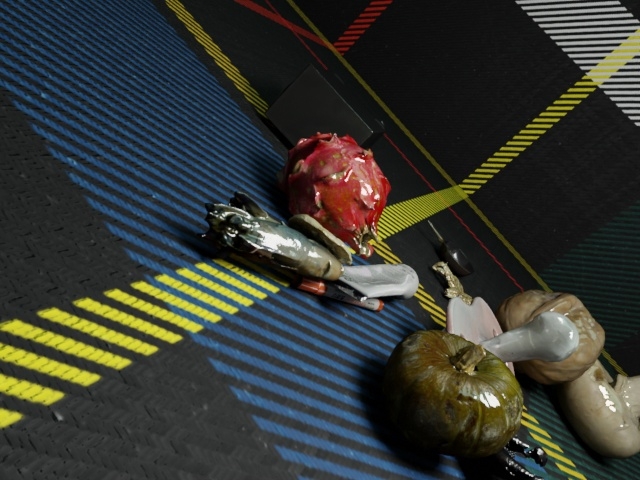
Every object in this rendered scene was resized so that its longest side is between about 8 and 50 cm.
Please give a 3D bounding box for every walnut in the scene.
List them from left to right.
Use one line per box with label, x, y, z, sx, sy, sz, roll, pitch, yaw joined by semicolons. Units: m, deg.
walnut;0.580;0.246;1.422;0.273;0.227;0.273;11;57;-17

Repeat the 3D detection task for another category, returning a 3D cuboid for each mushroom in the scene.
mushroom;0.793;0.410;1.457;0.292;0.290;0.292;43;25;-26

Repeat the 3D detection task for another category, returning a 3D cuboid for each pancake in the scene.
pancake;0.000;0.000;0.968;0.139;0.022;0.139;34;-17;12

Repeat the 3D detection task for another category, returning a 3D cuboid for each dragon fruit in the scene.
dragon fruit;0.036;-0.090;1.071;0.205;0.210;0.268;-4;59;-42

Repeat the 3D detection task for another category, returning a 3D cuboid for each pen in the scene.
pen;0.037;0.095;0.971;0.239;0.028;0.028;22;32;-47

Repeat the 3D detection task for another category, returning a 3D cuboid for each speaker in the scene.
speaker;0.019;-0.302;1.407;0.232;0.184;0.254;48;19;1

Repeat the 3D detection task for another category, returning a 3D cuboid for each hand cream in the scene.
hand cream;0.105;0.079;1.047;0.121;0.076;0.336;25;9;30

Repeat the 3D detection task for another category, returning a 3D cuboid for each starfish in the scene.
starfish;0.379;0.146;1.471;0.150;0.053;0.209;15;40;-46

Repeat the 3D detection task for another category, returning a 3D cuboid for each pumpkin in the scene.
pumpkin;0.200;0.221;0.825;0.219;0.162;0.219;16;25;-7

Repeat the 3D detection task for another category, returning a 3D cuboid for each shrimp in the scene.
shrimp;-0.082;-0.016;0.858;0.289;0.075;0.178;16;16;-39

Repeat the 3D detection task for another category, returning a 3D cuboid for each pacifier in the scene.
pacifier;0.343;0.219;1.079;0.220;0.273;0.332;40;16;30

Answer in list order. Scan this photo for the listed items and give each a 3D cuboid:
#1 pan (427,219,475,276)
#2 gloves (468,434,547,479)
pan;0.391;0.031;1.690;0.202;0.048;0.128;56;22;17
gloves;0.286;0.361;0.874;0.106;0.129;0.180;21;35;-2
